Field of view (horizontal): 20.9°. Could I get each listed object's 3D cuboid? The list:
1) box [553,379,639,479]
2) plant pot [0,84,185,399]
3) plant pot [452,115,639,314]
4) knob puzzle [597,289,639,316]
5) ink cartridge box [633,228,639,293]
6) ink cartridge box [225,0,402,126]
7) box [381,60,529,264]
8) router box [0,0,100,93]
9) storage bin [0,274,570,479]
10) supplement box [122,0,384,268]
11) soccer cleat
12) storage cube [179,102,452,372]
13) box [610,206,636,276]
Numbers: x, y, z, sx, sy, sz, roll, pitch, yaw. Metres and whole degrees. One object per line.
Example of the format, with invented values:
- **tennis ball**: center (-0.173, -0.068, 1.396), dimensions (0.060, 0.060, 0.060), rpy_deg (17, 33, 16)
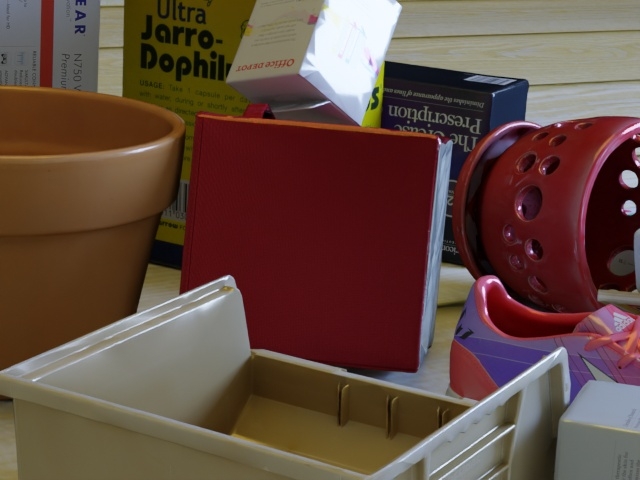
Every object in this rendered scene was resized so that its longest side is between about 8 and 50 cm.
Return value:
- **box**: center (0.197, 0.153, 1.096), dimensions (0.087, 0.101, 0.102), rpy_deg (7, 13, 18)
- **plant pot**: center (-0.255, -0.001, 1.385), dimensions (0.291, 0.203, 0.291), rpy_deg (3, 16, -1)
- **plant pot**: center (0.232, -0.020, 1.607), dimensions (0.191, 0.191, 0.174), rpy_deg (-10, 11, -41)
- **knob puzzle**: center (0.352, 0.076, 1.462), dimensions (0.213, 0.030, 0.213), rpy_deg (9, -8, 1)
- **ink cartridge box**: center (0.482, -0.022, 1.504), dimensions (0.324, 0.071, 0.330), rpy_deg (4, 22, 31)
- **ink cartridge box**: center (-0.008, -0.163, 1.514), dimensions (0.092, 0.143, 0.090), rpy_deg (-1, -28, 45)
- **box**: center (0.074, -0.090, 1.826), dimensions (0.261, 0.184, 0.103), rpy_deg (11, 19, 27)
- **router box**: center (-0.356, -0.124, 1.577), dimensions (0.301, 0.335, 0.082), rpy_deg (-3, 16, -25)
- **storage bin**: center (-0.014, 0.126, 1.079), dimensions (0.262, 0.123, 0.260), rpy_deg (11, 20, 32)
- **supplement box**: center (-0.064, -0.157, 1.715), dimensions (0.195, 0.356, 0.194), rpy_deg (12, 18, 30)
- **soccer cleat**: center (0.234, 0.109, 1.237), dimensions (0.318, 0.116, 0.109), rpy_deg (12, 17, 31)
- **storage cube**: center (0.000, 0.000, 1.414), dimensions (0.193, 0.215, 0.183), rpy_deg (5, 3, 7)
- **box**: center (0.350, 0.002, 1.820), dimensions (0.186, 0.038, 0.145), rpy_deg (-8, 19, -39)
